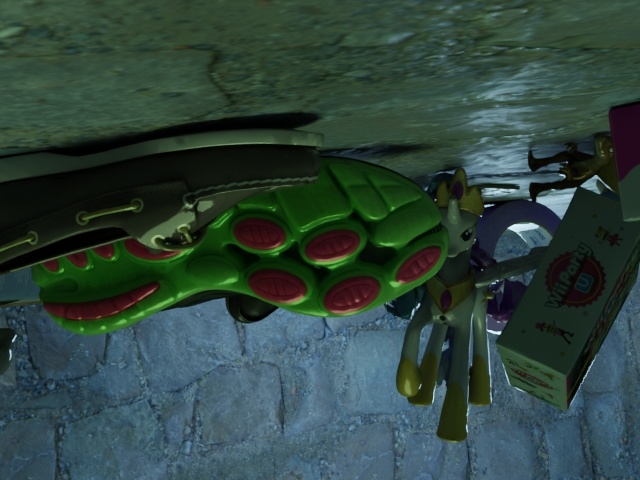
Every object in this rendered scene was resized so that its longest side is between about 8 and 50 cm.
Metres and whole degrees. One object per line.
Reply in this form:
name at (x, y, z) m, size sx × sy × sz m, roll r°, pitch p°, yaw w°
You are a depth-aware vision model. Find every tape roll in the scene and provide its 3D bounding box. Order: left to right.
tape roll at (0.404, 0.057, 1.949) m, size 0.274 × 0.275 × 0.090 m, roll -5°, pitch 175°, yaw -29°

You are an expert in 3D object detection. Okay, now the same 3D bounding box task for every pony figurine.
pony figurine at (0.214, 0.070, 1.383) m, size 0.302 × 0.364 × 0.351 m, roll 9°, pitch -171°, yaw 20°

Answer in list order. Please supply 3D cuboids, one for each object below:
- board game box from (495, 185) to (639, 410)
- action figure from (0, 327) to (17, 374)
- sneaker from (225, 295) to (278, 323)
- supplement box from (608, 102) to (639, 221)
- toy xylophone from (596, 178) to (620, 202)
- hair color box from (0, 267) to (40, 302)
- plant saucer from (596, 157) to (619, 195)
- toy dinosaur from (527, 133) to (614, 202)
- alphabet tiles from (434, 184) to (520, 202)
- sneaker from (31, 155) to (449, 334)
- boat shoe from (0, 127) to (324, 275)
board game box at (0.332, 0.091, 1.241) m, size 0.097 × 0.224 × 0.303 m, roll 26°, pitch 171°, yaw 22°
action figure at (-0.486, 0.078, 1.080) m, size 0.330 × 0.341 × 0.179 m, roll 0°, pitch -141°, yaw 25°
sneaker at (-0.029, 0.032, 1.188) m, size 0.083 × 0.222 × 0.118 m, roll 35°, pitch -174°, yaw -37°
supplement box at (0.385, -0.080, 0.951) m, size 0.113 × 0.111 × 0.220 m, roll -9°, pitch 176°, yaw 38°
toy xylophone at (0.434, 0.033, 1.560) m, size 0.081 × 0.323 × 0.236 m, roll 42°, pitch 149°, yaw -16°
hair color box at (-0.484, 0.040, 1.333) m, size 0.185 × 0.114 × 0.374 m, roll -8°, pitch 177°, yaw 22°
plant saucer at (0.608, -0.099, 1.359) m, size 0.332 × 0.081 × 0.332 m, roll -10°, pitch 175°, yaw 40°
toy dinosaur at (0.313, -0.084, 1.165) m, size 0.112 × 0.064 × 0.211 m, roll -8°, pitch 177°, yaw 2°
alphabet tiles at (0.213, -0.074, 1.630) m, size 0.237 × 0.009 × 0.198 m, roll -10°, pitch 175°, yaw 39°
sneaker at (-0.093, -0.010, 1.086) m, size 0.482 × 0.185 × 0.202 m, roll -4°, pitch -164°, yaw 14°
boat shoe at (-0.151, -0.034, 0.810) m, size 0.324 × 0.097 × 0.116 m, roll -7°, pitch 177°, yaw 10°
